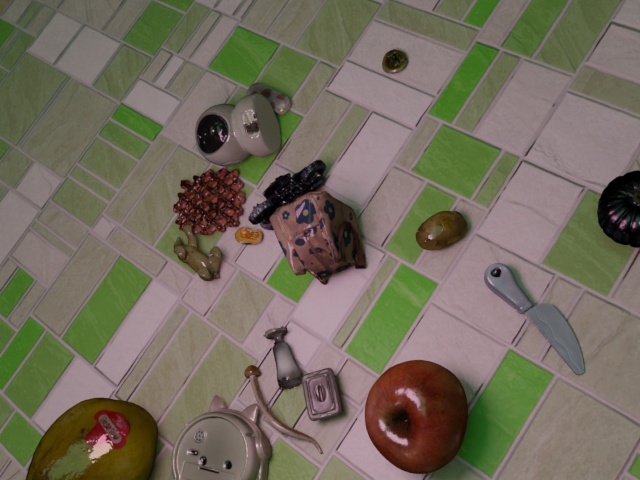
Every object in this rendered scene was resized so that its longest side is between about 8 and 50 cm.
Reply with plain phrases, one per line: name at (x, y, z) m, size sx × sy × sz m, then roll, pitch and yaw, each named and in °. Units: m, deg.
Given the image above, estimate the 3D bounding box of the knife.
knife at (0.526, 0.178, 1.714) m, size 0.080 × 0.044 × 0.331 m, roll -40°, pitch 67°, yaw -6°

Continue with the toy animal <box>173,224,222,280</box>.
toy animal at (-0.368, 0.047, 2.075) m, size 0.219 × 0.101 × 0.103 m, roll 36°, pitch 60°, yaw 23°

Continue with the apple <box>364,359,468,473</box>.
apple at (0.229, 0.403, 1.641) m, size 0.254 × 0.253 × 0.253 m, roll -7°, pitch 67°, yaw 18°

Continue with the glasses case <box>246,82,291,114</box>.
glasses case at (-0.162, -0.442, 2.215) m, size 0.164 × 0.041 × 0.063 m, roll 31°, pitch 82°, yaw 28°

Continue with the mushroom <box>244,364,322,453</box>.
mushroom at (-0.111, 0.443, 1.838) m, size 0.068 × 0.043 × 0.306 m, roll -34°, pitch 59°, yaw -16°

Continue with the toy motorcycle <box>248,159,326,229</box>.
toy motorcycle at (-0.090, -0.119, 2.017) m, size 0.270 × 0.159 × 0.106 m, roll -38°, pitch 70°, yaw -15°

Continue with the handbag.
handbag at (0.000, 0.000, 1.871) m, size 0.190 × 0.251 × 0.193 m, roll -26°, pitch 72°, yaw 17°

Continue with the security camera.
security camera at (-0.259, -0.321, 2.128) m, size 0.236 × 0.194 × 0.194 m, roll -12°, pitch 66°, yaw 21°

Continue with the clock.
clock at (-0.265, 0.564, 1.819) m, size 0.265 × 0.108 × 0.324 m, roll 5°, pitch 71°, yaw 23°

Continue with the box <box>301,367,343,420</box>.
box at (0.009, 0.394, 1.808) m, size 0.089 × 0.062 × 0.122 m, roll -19°, pitch 63°, yaw 14°

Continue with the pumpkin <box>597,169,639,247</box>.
pumpkin at (0.750, -0.075, 1.670) m, size 0.194 × 0.150 × 0.194 m, roll -17°, pitch 30°, yaw 10°

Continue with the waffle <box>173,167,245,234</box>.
waffle at (-0.338, -0.115, 2.149) m, size 0.234 × 0.055 × 0.221 m, roll -11°, pitch 66°, yaw 12°

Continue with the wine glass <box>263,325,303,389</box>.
wine glass at (-0.099, 0.311, 1.880) m, size 0.072 × 0.072 × 0.155 m, roll -25°, pitch 62°, yaw 10°

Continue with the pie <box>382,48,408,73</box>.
pie at (0.221, -0.534, 2.117) m, size 0.084 × 0.021 × 0.084 m, roll -7°, pitch 68°, yaw 18°

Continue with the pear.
pear at (-0.598, 0.570, 1.830) m, size 0.287 × 0.287 × 0.375 m, roll 30°, pitch 50°, yaw 28°

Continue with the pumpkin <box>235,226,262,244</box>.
pumpkin at (-0.206, -0.009, 2.069) m, size 0.083 × 0.028 × 0.050 m, roll 10°, pitch 75°, yaw 15°

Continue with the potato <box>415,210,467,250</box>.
potato at (0.313, -0.027, 1.853) m, size 0.138 × 0.070 × 0.091 m, roll -31°, pitch 63°, yaw 7°
